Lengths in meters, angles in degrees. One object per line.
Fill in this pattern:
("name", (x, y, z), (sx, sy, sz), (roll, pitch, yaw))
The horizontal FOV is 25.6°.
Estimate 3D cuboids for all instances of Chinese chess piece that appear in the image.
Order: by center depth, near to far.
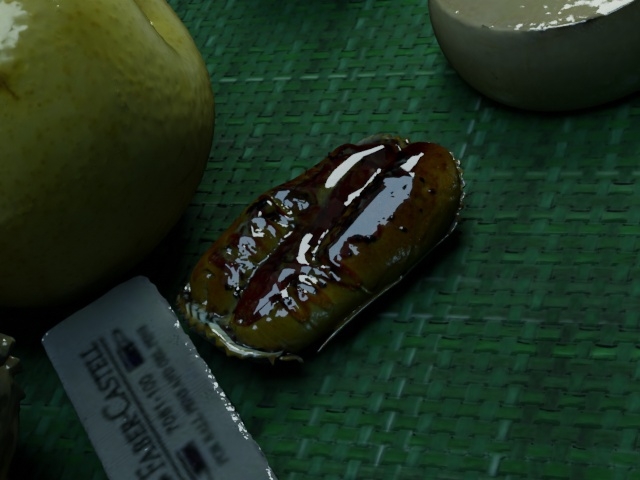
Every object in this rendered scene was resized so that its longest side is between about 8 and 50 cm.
("Chinese chess piece", (0.233, -0.237, 1.308), (0.273, 0.102, 0.273), (-14, 44, 14))

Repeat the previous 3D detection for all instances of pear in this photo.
("pear", (-0.263, -0.110, 1.246), (0.348, 0.348, 0.348), (-13, 44, 13))

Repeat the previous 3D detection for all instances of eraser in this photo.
("eraser", (-0.105, 0.168, 1.084), (0.111, 0.077, 0.352), (-31, 43, -7))

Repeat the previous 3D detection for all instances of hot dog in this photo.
("hot dog", (0.000, 0.000, 1.199), (0.270, 0.082, 0.162), (-41, 43, -15))

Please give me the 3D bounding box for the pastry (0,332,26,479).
("pastry", (-0.378, 0.145, 1.084), (0.329, 0.329, 0.136), (-5, 73, 20))
